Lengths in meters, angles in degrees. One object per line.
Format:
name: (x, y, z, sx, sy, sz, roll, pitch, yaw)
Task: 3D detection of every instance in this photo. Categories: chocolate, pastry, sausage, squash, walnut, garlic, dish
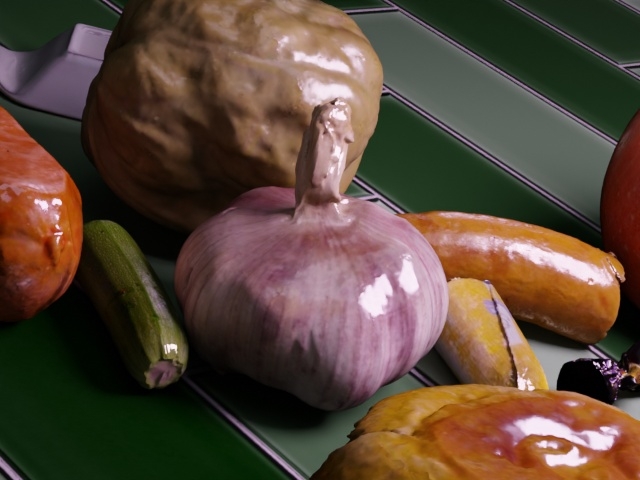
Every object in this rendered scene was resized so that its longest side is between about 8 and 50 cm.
chocolate: (0.165, 0.122, 1.783, 0.086, 0.085, 0.219, 2, 33, -26)
pastry: (0.157, 0.228, 1.470, 0.356, 0.163, 0.356, 10, 21, -4)
sausage: (0.160, 0.030, 1.929, 0.271, 0.109, 0.109, 9, 26, -6)
squash: (-0.170, 0.052, 1.742, 0.066, 0.066, 0.229, 2, 30, -26)
walnut: (-0.086, -0.131, 1.909, 0.277, 0.282, 0.253, 10, 47, -7)
garlic: (0.000, 0.000, 1.736, 0.245, 0.253, 0.245, 9, 18, -3)
chocolate: (0.288, 0.123, 1.853, 0.147, 0.072, 0.070, -16, 43, -38)
dish: (-0.246, -0.187, 2.176, 0.234, 0.064, 0.154, 12, 27, -6)
sausage: (-0.306, -0.030, 1.736, 0.153, 0.141, 0.268, -7, 32, -38)

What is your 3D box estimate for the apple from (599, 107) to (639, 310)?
apple: (0.461, -0.030, 2.017, 0.348, 0.277, 0.348, 14, 29, -8)
